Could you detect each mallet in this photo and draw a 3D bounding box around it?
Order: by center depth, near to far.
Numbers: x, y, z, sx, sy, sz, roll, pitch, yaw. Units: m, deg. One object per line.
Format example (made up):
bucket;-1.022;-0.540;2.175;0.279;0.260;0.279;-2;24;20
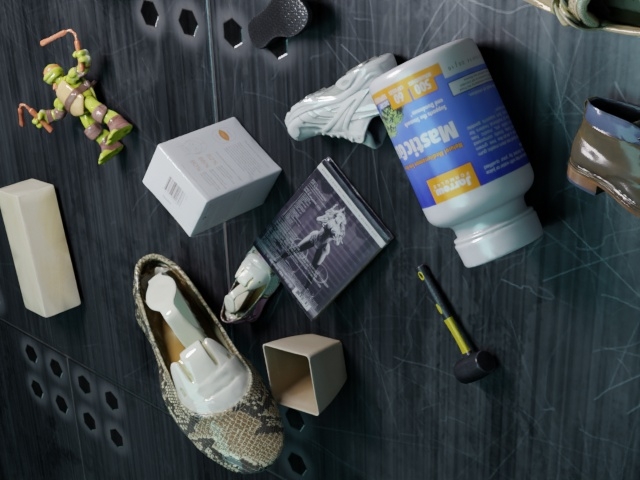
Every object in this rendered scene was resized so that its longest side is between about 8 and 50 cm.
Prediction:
mallet;0.187;0.125;1.676;0.190;0.039;0.062;57;141;14

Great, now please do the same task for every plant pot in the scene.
plant pot;-0.017;0.212;1.880;0.109;0.096;0.109;10;116;43

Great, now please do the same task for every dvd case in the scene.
dvd case;0.000;0.000;1.786;0.164;0.018;0.221;52;128;13

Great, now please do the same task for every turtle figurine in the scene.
turtle figurine;-0.450;-0.248;2.099;0.217;0.087;0.269;48;129;6

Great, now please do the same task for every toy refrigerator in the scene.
toy refrigerator;-0.586;0.014;2.375;0.102;0.094;0.270;15;119;49

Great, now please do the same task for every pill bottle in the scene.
pill bottle;0.183;-0.110;1.465;0.152;0.152;0.272;-23;92;49

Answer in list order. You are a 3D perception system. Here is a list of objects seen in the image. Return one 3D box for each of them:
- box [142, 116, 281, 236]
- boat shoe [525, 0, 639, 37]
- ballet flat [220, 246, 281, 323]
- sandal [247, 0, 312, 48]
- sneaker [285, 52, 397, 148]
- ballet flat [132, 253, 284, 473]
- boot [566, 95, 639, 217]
box;-0.173;-0.104;1.821;0.130;0.170;0.091;48;136;17
boat shoe;0.308;-0.287;1.272;0.302;0.098;0.109;25;135;37
ballet flat;-0.118;0.073;1.926;0.077;0.079;0.221;47;136;19
sandal;-0.055;-0.331;1.690;0.179;0.040;0.067;-8;99;63
sneaker;0.038;-0.175;1.632;0.232;0.090;0.115;-24;95;50
ballet flat;-0.219;0.188;1.932;0.483;0.164;0.182;52;166;44
boot;0.385;-0.090;1.320;0.219;0.082;0.106;26;129;38
